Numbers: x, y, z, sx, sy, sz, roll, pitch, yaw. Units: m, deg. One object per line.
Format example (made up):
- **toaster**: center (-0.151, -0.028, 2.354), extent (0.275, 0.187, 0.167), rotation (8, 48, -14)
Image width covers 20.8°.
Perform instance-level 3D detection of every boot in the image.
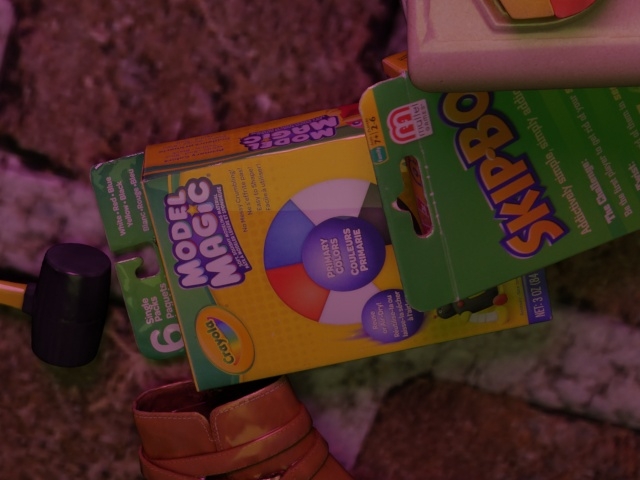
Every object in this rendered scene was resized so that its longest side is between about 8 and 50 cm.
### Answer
- **boot**: center (-0.002, 0.136, 0.963), extent (0.197, 0.073, 0.152), rotation (-13, 112, 0)

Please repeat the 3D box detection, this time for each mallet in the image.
- **mallet**: center (-0.201, 0.012, 0.913), extent (0.190, 0.039, 0.062), rotation (18, 115, -7)

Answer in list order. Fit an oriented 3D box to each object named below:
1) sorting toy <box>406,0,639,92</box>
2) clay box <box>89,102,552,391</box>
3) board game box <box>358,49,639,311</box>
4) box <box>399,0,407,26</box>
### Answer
- **sorting toy**: center (0.130, -0.154, 0.685), extent (0.193, 0.038, 0.208), rotation (-2, 115, -2)
- **clay box**: center (0.000, 0.000, 0.904), extent (0.222, 0.053, 0.127), rotation (-13, 115, 2)
- **board game box**: center (0.144, -0.064, 0.852), extent (0.259, 0.039, 0.124), rotation (-22, 116, -15)
- **box**: center (0.178, -0.179, 0.777), extent (0.311, 0.148, 0.121), rotation (-12, 116, 4)
